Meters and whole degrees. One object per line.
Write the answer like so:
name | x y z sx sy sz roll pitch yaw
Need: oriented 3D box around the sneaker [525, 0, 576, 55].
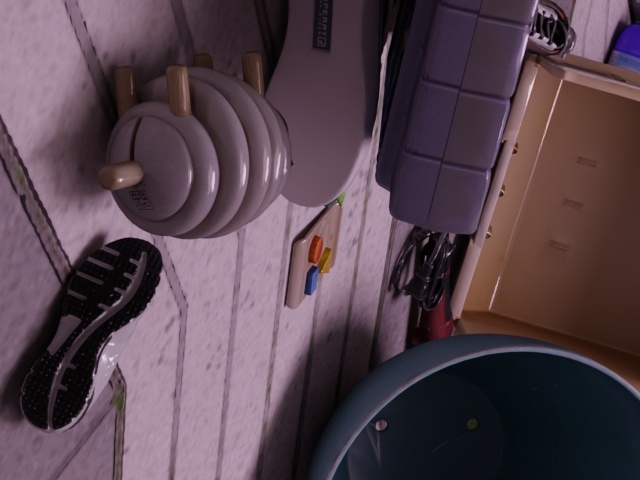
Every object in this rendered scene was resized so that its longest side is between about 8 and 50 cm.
sneaker | 0.170 -0.176 1.296 0.158 0.064 0.061 -6 115 -70

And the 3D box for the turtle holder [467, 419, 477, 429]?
turtle holder | 0.192 0.258 1.562 0.320 0.243 0.228 -3 97 -63

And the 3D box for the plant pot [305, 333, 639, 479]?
plant pot | 0.109 0.196 1.277 0.195 0.290 0.290 -140 -112 -71

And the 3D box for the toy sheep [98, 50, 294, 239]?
toy sheep | -0.060 -0.043 0.779 0.132 0.091 0.091 -17 127 -50

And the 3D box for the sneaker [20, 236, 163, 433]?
sneaker | -0.113 0.047 0.807 0.109 0.040 0.044 -59 176 -17

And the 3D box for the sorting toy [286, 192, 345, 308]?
sorting toy | 0.000 0.000 1.096 0.062 0.012 0.083 -45 151 -49

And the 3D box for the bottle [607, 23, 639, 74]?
bottle | 0.334 -0.085 1.766 0.092 0.118 0.283 -3 114 -70

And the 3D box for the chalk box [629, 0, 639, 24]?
chalk box | 0.406 -0.294 1.718 0.132 0.132 0.213 -65 162 -9

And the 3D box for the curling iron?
curling iron | 0.088 0.084 1.399 0.068 0.035 0.274 -48 154 -30

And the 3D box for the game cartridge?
game cartridge | 0.083 -0.166 0.914 0.355 0.068 0.230 -80 -173 -68

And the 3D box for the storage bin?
storage bin | 0.267 -0.006 1.413 0.123 0.260 0.262 -67 173 -74

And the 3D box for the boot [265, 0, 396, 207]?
boot | 0.018 -0.116 0.932 0.086 0.069 0.190 -39 144 -55
